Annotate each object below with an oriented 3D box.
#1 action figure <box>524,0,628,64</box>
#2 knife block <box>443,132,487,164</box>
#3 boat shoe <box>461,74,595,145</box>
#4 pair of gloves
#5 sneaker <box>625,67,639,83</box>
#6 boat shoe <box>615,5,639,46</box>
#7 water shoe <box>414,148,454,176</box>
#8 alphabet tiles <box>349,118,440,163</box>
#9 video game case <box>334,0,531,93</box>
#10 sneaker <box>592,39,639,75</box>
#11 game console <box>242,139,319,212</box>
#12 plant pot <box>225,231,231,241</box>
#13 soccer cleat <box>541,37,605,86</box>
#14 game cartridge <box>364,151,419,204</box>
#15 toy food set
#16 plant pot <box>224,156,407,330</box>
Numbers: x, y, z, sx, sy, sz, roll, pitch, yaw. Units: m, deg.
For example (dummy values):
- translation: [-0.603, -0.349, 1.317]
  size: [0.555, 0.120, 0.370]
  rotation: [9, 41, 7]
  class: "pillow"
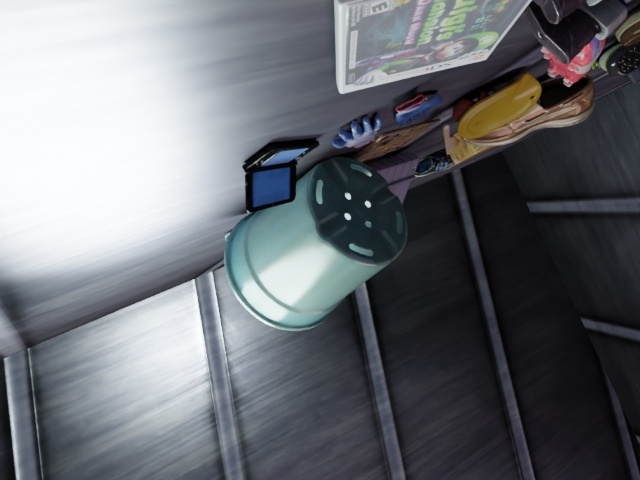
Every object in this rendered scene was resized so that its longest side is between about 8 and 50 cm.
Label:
- translation: [0.320, -0.279, 0.357]
  size: [0.285, 0.099, 0.185]
  rotation: [-29, 170, 19]
  class: "action figure"
- translation: [0.559, -0.348, 1.346]
  size: [0.242, 0.088, 0.276]
  rotation: [-22, 177, -28]
  class: "knife block"
- translation: [0.513, -0.336, 1.094]
  size: [0.325, 0.123, 0.116]
  rotation: [-16, 146, 12]
  class: "boat shoe"
- translation: [0.118, -0.210, 0.765]
  size: [0.198, 0.023, 0.159]
  rotation: [-24, 180, 16]
  class: "pair of gloves"
- translation: [0.850, -0.491, 1.134]
  size: [0.319, 0.112, 0.131]
  rotation: [-26, 163, -45]
  class: "sneaker"
- translation: [0.625, -0.395, 0.775]
  size: [0.095, 0.095, 0.257]
  rotation: [-24, 178, 10]
  class: "boat shoe"
- translation: [0.439, -0.293, 1.632]
  size: [0.203, 0.072, 0.080]
  rotation: [-25, 176, 20]
  class: "water shoe"
- translation: [0.144, -0.219, 1.049]
  size: [0.198, 0.009, 0.237]
  rotation: [-23, 178, -34]
  class: "alphabet tiles"
- translation: [0.100, -0.197, 0.405]
  size: [0.173, 0.022, 0.190]
  rotation: [-13, 178, 2]
  class: "video game case"
- translation: [0.728, -0.459, 0.967]
  size: [0.235, 0.084, 0.097]
  rotation: [-28, -149, 13]
  class: "sneaker"
- translation: [-0.060, -0.106, 0.705]
  size: [0.107, 0.071, 0.122]
  rotation: [-25, 178, 40]
  class: "game console"
- translation: [-0.135, -0.005, 1.357]
  size: [0.166, 0.165, 0.234]
  rotation: [-25, -175, 33]
  class: "plant pot"
- translation: [0.433, -0.331, 0.728]
  size: [0.095, 0.083, 0.248]
  rotation: [-56, 160, 20]
  class: "soccer cleat"
- translation: [0.153, -0.069, 1.248]
  size: [0.230, 0.068, 0.354]
  rotation: [-27, 142, -43]
  class: "game cartridge"
- translation: [0.348, -0.288, 0.929]
  size: [0.218, 0.071, 0.128]
  rotation: [-27, 153, 18]
  class: "toy food set"
- translation: [0.000, 0.000, 1.008]
  size: [0.341, 0.341, 0.334]
  rotation: [-22, 170, -41]
  class: "plant pot"
